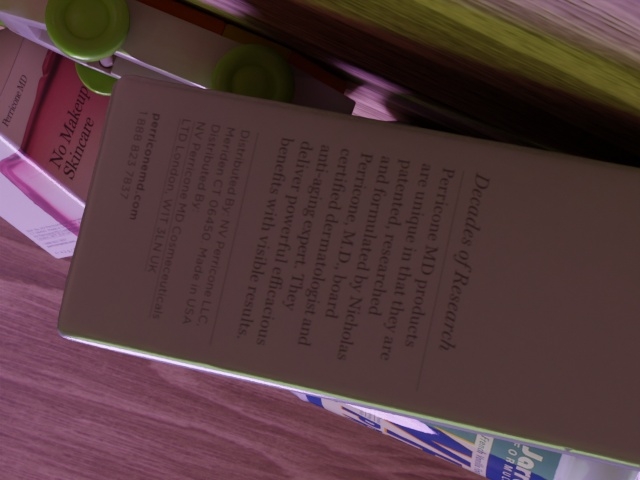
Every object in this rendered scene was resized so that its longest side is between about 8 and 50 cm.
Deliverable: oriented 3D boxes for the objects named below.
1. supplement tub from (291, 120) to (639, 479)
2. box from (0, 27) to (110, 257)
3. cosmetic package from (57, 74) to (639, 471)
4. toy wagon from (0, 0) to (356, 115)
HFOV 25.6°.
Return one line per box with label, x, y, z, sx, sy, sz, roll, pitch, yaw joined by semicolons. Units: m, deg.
supplement tub;0.151;0.064;1.073;0.325;0.235;0.235;22;179;15
box;-0.306;-0.107;1.559;0.127;0.149;0.232;-11;142;35
cosmetic package;0.104;0.035;0.847;0.453;0.161;0.230;12;176;13
toy wagon;-0.144;-0.145;1.048;0.344;0.068;0.267;22;178;-5
